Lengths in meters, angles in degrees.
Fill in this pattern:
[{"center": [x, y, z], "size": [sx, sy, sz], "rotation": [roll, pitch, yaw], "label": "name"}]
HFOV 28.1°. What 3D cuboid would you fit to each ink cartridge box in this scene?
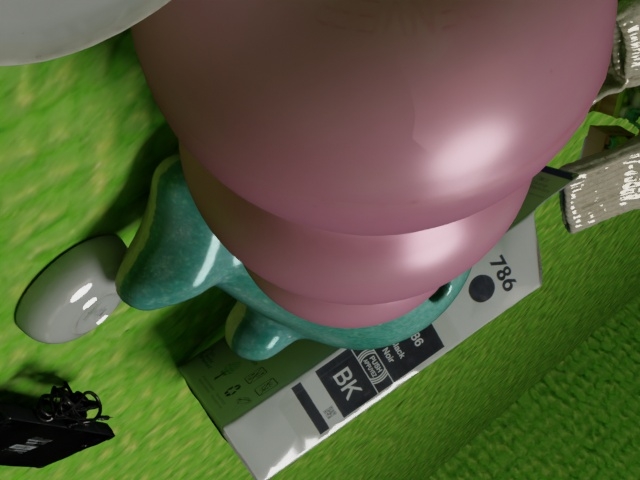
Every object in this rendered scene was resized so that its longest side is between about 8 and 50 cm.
[{"center": [0.052, 0.051, 1.020], "size": [0.333, 0.065, 0.165], "rotation": [-35, -162, -8], "label": "ink cartridge box"}]

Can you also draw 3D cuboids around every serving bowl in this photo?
[{"center": [-0.146, 0.036, 0.788], "size": [0.083, 0.027, 0.083], "rotation": [-40, 163, -15], "label": "serving bowl"}]

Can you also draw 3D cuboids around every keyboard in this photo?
[{"center": [-0.199, 0.123, 0.884], "size": [0.100, 0.038, 0.192], "rotation": [-22, 165, 6], "label": "keyboard"}]

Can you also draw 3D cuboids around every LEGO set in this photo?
[{"center": [0.315, -0.176, 1.094], "size": [0.287, 0.107, 0.132], "rotation": [-64, 151, -5], "label": "LEGO set"}]

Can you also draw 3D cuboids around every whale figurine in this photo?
[{"center": [0.000, 0.000, 0.830], "size": [0.272, 0.141, 0.216], "rotation": [-5, 126, -51], "label": "whale figurine"}]

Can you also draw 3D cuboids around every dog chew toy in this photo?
[{"center": [0.018, -0.065, 0.615], "size": [0.206, 0.206, 0.332], "rotation": [-38, 160, -20], "label": "dog chew toy"}]

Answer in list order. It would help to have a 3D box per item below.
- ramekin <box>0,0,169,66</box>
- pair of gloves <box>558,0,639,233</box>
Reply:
[{"center": [-0.086, -0.147, 0.363], "size": [0.207, 0.109, 0.207], "rotation": [-40, 162, -16], "label": "ramekin"}, {"center": [0.287, -0.119, 1.028], "size": [0.204, 0.042, 0.240], "rotation": [-19, 133, -14], "label": "pair of gloves"}]
